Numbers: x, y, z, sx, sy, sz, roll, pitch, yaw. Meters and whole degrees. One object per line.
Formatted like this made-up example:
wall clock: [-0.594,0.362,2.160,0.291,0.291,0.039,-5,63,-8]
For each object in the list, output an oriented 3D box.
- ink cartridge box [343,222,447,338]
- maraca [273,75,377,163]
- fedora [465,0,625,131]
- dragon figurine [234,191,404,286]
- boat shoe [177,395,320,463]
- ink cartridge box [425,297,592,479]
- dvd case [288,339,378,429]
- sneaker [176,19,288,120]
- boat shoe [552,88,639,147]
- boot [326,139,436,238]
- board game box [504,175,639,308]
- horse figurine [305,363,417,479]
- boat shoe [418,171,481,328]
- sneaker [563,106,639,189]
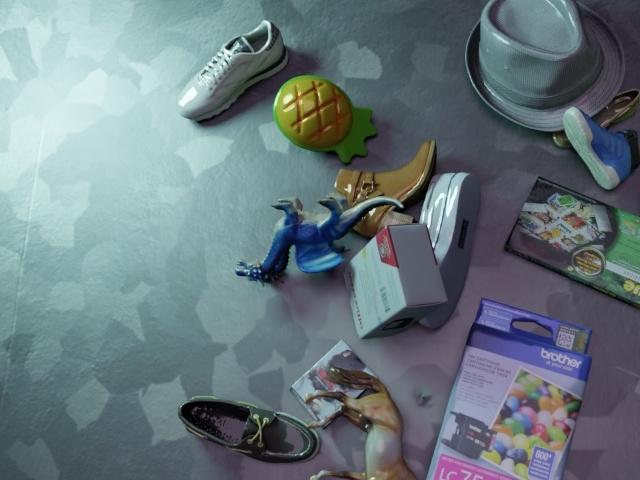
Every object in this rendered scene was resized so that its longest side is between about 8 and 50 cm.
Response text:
ink cartridge box: [0.109,0.065,1.167,0.072,0.175,0.127,-5,70,-22]
maraca: [0.008,-0.210,1.318,0.186,0.099,0.127,26,89,-9]
fedora: [0.363,-0.327,1.255,0.244,0.124,0.275,-32,61,3]
dragon figurine: [0.000,0.000,1.235,0.289,0.085,0.144,-6,102,12]
boat shoe: [-0.115,0.298,1.191,0.228,0.068,0.081,11,75,13]
ink cartridge box: [0.289,0.250,1.145,0.186,0.065,0.311,16,75,14]
dvd case: [0.020,0.230,1.219,0.119,0.013,0.087,-42,71,-4]
sneaker: [-0.170,-0.311,1.378,0.235,0.095,0.090,-38,72,-2]
boat shoe: [0.457,-0.205,1.262,0.153,0.048,0.056,-24,70,2]
boot: [0.105,-0.099,1.279,0.152,0.073,0.197,18,74,19]
board game box: [0.441,0.007,1.210,0.260,0.030,0.136,26,77,16]
horse figurine: [0.068,0.309,1.146,0.174,0.066,0.263,-4,70,-3]
boat shoe: [0.189,0.013,1.229,0.084,0.095,0.258,7,73,42]
sneaker: [0.458,-0.165,1.223,0.084,0.058,0.152,-37,101,-6]
